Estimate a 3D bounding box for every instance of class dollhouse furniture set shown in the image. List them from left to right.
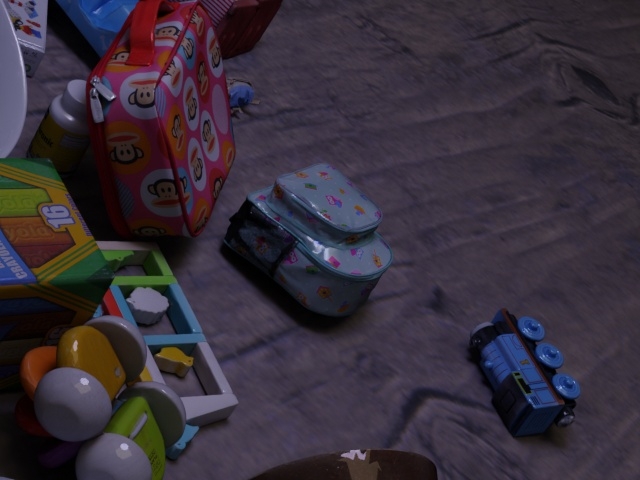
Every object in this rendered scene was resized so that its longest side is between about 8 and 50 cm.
[{"bbox_3d":[-0.121,-0.467,2.041,0.201,0.374,0.152,41,30,12],"label":"dollhouse furniture set"}]

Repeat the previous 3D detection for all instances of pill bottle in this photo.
[{"bbox_3d":[-0.307,-0.137,1.705,0.065,0.116,0.065,23,35,-17],"label":"pill bottle"}]

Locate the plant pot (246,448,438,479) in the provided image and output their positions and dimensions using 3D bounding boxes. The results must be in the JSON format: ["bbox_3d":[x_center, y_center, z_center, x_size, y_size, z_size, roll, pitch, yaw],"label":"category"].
[{"bbox_3d":[0.029,0.348,1.351,0.215,0.215,0.230,10,55,-32],"label":"plant pot"}]

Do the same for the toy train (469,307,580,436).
[{"bbox_3d":[0.265,0.172,1.852,0.105,0.080,0.184,-2,48,-33],"label":"toy train"}]

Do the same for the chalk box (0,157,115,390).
[{"bbox_3d":[-0.386,0.038,1.371,0.289,0.179,0.180,-3,49,-42],"label":"chalk box"}]

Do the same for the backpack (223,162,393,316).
[{"bbox_3d":[0.000,0.000,1.780,0.188,0.144,0.166,48,31,13],"label":"backpack"}]

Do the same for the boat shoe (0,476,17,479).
[{"bbox_3d":[-0.171,0.317,1.261,0.335,0.119,0.121,21,-10,16],"label":"boat shoe"}]

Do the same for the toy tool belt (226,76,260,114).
[{"bbox_3d":[-0.126,-0.204,1.998,0.051,0.052,0.083,41,34,24],"label":"toy tool belt"}]

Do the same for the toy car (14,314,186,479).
[{"bbox_3d":[-0.228,0.175,1.374,0.182,0.136,0.159,61,23,-15],"label":"toy car"}]

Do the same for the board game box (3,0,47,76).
[{"bbox_3d":[-0.465,-0.359,1.897,0.193,0.053,0.305,19,37,-24],"label":"board game box"}]

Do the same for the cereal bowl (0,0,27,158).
[{"bbox_3d":[-0.488,-0.213,1.569,0.339,0.141,0.339,44,36,-45],"label":"cereal bowl"}]

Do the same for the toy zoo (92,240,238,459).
[{"bbox_3d":[-0.212,0.116,1.555,0.192,0.030,0.293,1,46,-39],"label":"toy zoo"}]

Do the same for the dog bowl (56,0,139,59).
[{"bbox_3d":[-0.278,-0.320,1.945,0.297,0.074,0.166,51,26,6],"label":"dog bowl"}]

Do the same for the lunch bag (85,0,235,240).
[{"bbox_3d":[-0.191,-0.166,1.709,0.120,0.258,0.293,-3,31,11],"label":"lunch bag"}]
